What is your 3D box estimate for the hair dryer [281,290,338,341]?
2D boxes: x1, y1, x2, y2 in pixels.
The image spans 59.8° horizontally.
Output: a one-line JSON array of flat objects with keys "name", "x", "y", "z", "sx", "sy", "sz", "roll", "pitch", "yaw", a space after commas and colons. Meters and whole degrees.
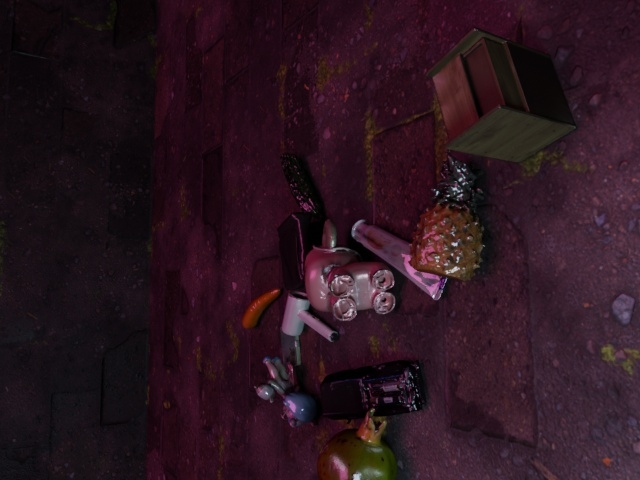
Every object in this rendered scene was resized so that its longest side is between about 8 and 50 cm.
[{"name": "hair dryer", "x": -0.025, "y": 0.257, "z": 1.703, "sx": 0.236, "sy": 0.073, "sz": 0.131, "roll": 25, "pitch": 108, "yaw": 44}]

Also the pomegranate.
[{"name": "pomegranate", "x": 0.101, "y": 0.540, "z": 1.356, "sx": 0.198, "sy": 0.198, "sz": 0.246, "roll": 60, "pitch": 136, "yaw": 40}]

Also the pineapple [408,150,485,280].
[{"name": "pineapple", "x": 0.284, "y": -0.057, "z": 1.202, "sx": 0.158, "sy": 0.158, "sz": 0.278, "roll": 3, "pitch": 79, "yaw": 56}]

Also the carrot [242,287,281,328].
[{"name": "carrot", "x": -0.215, "y": 0.232, "z": 1.989, "sx": 0.271, "sy": 0.062, "sz": 0.066, "roll": -53, "pitch": 13, "yaw": 35}]

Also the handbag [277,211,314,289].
[{"name": "handbag", "x": -0.067, "y": 0.037, "z": 1.735, "sx": 0.247, "sy": 0.080, "sz": 0.222, "roll": 144, "pitch": 119, "yaw": -70}]

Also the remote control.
[{"name": "remote control", "x": 0.119, "y": 0.402, "z": 1.460, "sx": 0.399, "sy": 0.062, "sz": 0.144, "roll": -30, "pitch": 63, "yaw": 51}]

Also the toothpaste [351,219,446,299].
[{"name": "toothpaste", "x": 0.196, "y": 0.032, "z": 1.384, "sx": 0.323, "sy": 0.066, "sz": 0.100, "roll": 35, "pitch": 109, "yaw": 48}]

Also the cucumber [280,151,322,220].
[{"name": "cucumber", "x": -0.062, "y": -0.170, "z": 1.774, "sx": 0.077, "sy": 0.077, "sz": 0.265, "roll": -55, "pitch": 44, "yaw": 39}]

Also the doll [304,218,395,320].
[{"name": "doll", "x": 0.062, "y": 0.095, "z": 1.496, "sx": 0.268, "sy": 0.217, "sz": 0.284, "roll": -111, "pitch": 15, "yaw": -66}]

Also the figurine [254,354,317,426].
[{"name": "figurine", "x": -0.110, "y": 0.452, "z": 1.710, "sx": 0.103, "sy": 0.205, "sz": 0.260, "roll": -45, "pitch": 51, "yaw": 12}]

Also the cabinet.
[{"name": "cabinet", "x": 0.334, "y": -0.265, "z": 1.059, "sx": 0.148, "sy": 0.215, "sz": 0.174, "roll": -35, "pitch": 58, "yaw": 50}]

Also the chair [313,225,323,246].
[{"name": "chair", "x": -0.001, "y": 0.001, "z": 1.702, "sx": 0.042, "sy": 0.037, "sz": 0.086, "roll": -48, "pitch": 52, "yaw": 28}]

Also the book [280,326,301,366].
[{"name": "book", "x": -0.098, "y": 0.346, "z": 1.833, "sx": 0.103, "sy": 0.017, "sz": 0.134, "roll": -25, "pitch": 66, "yaw": 54}]
